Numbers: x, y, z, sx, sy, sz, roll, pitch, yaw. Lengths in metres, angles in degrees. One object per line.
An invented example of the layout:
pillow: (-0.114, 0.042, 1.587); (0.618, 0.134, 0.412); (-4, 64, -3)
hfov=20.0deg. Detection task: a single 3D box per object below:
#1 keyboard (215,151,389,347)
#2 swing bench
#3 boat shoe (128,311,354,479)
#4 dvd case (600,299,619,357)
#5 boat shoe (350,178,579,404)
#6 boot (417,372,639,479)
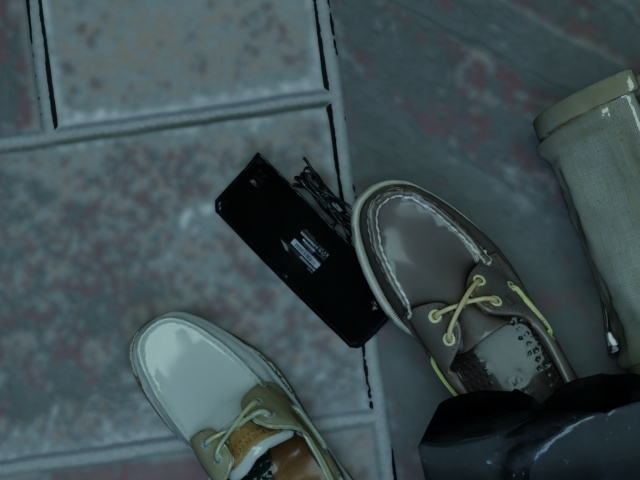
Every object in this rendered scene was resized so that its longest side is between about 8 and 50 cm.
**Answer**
keyboard: (0.000, 0.000, 1.658); (0.192, 0.038, 0.100); (46, 111, 4)
swing bench: (0.342, -0.034, 1.553); (0.254, 0.165, 0.253); (-21, 84, 0)
boat shoe: (-0.054, 0.177, 1.600); (0.302, 0.103, 0.113); (45, 88, 6)
dvd case: (0.327, -0.013, 1.643); (0.164, 0.018, 0.221); (-7, 83, 1)
boat shoe: (0.142, 0.083, 1.583); (0.116, 0.097, 0.324); (-34, 92, -3)
boot: (0.301, 0.320, 1.503); (0.367, 0.146, 0.445); (-12, 96, 2)
